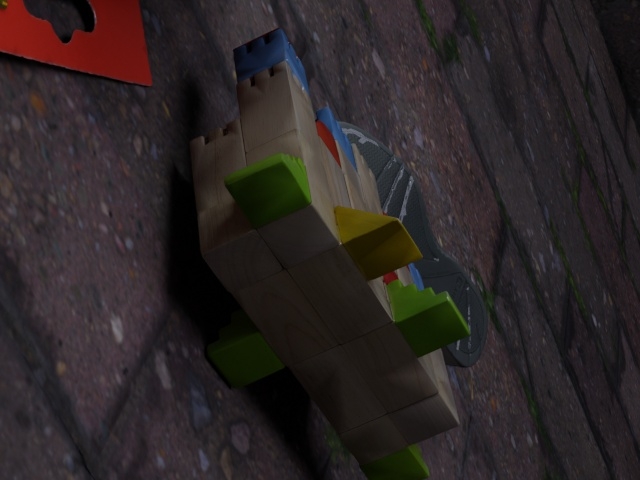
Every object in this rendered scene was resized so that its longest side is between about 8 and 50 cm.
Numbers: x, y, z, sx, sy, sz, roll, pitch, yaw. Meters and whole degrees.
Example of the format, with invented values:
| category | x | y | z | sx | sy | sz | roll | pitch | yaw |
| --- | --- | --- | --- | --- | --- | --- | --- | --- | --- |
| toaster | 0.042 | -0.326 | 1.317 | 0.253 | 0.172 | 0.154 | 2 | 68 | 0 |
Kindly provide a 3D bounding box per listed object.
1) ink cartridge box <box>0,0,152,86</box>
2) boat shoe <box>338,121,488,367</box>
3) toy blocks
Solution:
| category | x | y | z | sx | sy | sz | roll | pitch | yaw |
| --- | --- | --- | --- | --- | --- | --- | --- | --- | --- |
| ink cartridge box | -0.163 | -0.320 | 1.128 | 0.308 | 0.091 | 0.385 | 1 | 84 | -72 |
| boat shoe | 0.060 | 0.013 | 1.580 | 0.320 | 0.103 | 0.118 | 51 | 48 | -35 |
| toy blocks | 0.000 | 0.000 | 1.338 | 0.381 | 0.191 | 0.261 | 56 | 15 | -38 |
